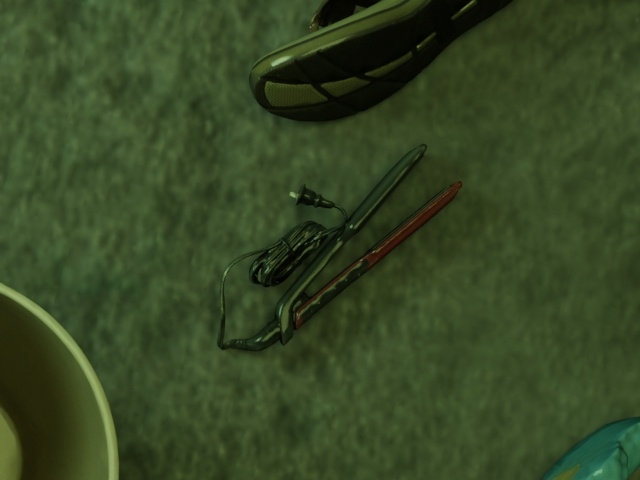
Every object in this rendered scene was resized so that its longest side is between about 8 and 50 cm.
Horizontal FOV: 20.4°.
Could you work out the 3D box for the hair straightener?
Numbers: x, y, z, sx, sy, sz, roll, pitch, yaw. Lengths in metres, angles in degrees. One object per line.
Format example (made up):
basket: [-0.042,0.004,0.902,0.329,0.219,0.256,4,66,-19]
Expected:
hair straightener: [0.000,0.000,1.402,0.230,0.047,0.089,-41,90,-6]

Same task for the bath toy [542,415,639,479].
bath toy: [0.318,0.294,1.369,0.348,0.129,0.151,44,80,-2]

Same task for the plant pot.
plant pot: [-0.271,0.153,1.226,0.256,0.274,0.257,1,85,-8]

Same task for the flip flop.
flip flop: [0.059,-0.189,1.402,0.277,0.112,0.080,-36,64,-8]
